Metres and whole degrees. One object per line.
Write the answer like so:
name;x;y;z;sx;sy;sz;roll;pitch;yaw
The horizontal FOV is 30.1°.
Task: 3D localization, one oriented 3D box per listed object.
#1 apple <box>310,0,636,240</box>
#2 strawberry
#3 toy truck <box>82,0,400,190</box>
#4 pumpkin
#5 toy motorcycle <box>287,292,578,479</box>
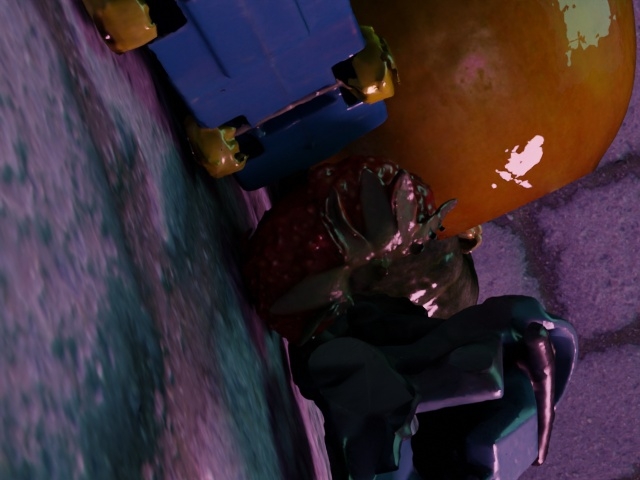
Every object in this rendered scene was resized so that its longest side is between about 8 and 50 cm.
apple;0.119;-0.185;1.118;0.384;0.374;0.374;-80;151;-84
strawberry;0.011;-0.010;0.945;0.098;0.174;0.228;52;3;-5
toy truck;-0.059;-0.173;0.774;0.162;0.161;0.385;64;2;25
pumpkin;0.074;-0.012;1.331;0.300;0.207;0.300;-14;90;-77
toy motorcycle;0.102;0.159;0.862;0.416;0.232;0.172;-100;-178;-57
